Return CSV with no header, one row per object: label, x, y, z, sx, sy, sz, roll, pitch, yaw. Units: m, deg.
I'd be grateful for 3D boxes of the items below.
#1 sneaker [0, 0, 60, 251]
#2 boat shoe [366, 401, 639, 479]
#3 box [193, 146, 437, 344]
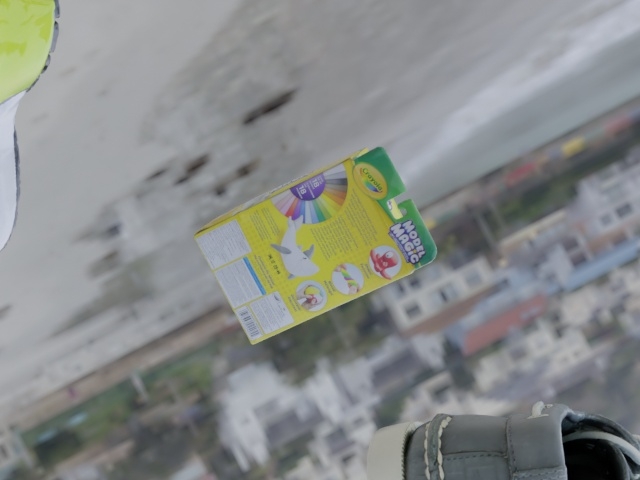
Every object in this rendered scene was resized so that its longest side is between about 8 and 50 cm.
sneaker,-0.221,-0.067,0.934,0.121,0.111,0.300,-17,152,-27
boat shoe,0.131,0.145,0.959,0.099,0.116,0.319,-17,160,23
box,0.000,0.000,1.448,0.179,0.105,0.043,-24,-172,27
